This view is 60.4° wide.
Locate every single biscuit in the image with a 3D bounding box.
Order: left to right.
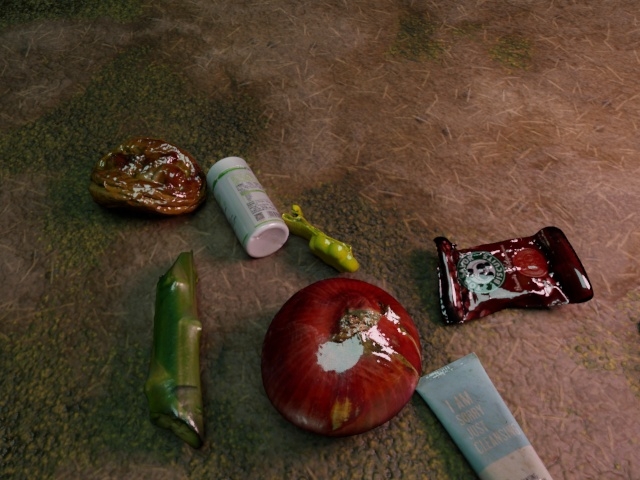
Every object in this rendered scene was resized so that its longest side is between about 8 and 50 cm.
[{"bbox_3d":[0.303,0.051,0.906,0.235,0.063,0.151,-7,54,1],"label":"biscuit"}]

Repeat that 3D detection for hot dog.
[{"bbox_3d":[-0.326,-0.113,1.032,0.227,0.099,0.160,8,56,5],"label":"hot dog"}]

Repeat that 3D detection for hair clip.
[{"bbox_3d":[0.000,0.000,0.951,0.046,0.072,0.173,-43,58,-13],"label":"hair clip"}]

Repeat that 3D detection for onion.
[{"bbox_3d":[0.029,0.156,0.797,0.248,0.161,0.248,-12,37,9],"label":"onion"}]

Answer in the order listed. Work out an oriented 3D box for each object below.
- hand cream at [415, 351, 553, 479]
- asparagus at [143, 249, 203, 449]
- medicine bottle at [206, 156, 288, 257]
[{"bbox_3d":[0.249,0.292,0.736,0.111,0.070,0.312,-25,53,-10],"label":"hand cream"},{"bbox_3d":[-0.221,0.150,0.848,0.085,0.082,0.343,-12,54,-2],"label":"asparagus"},{"bbox_3d":[-0.133,-0.061,0.991,0.086,0.086,0.183,-24,57,-14],"label":"medicine bottle"}]
